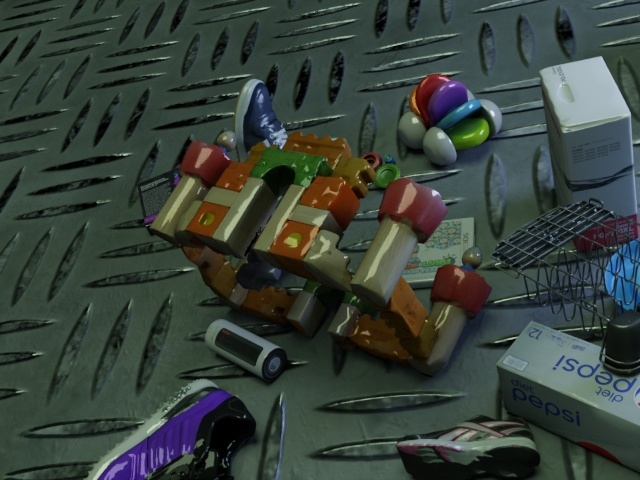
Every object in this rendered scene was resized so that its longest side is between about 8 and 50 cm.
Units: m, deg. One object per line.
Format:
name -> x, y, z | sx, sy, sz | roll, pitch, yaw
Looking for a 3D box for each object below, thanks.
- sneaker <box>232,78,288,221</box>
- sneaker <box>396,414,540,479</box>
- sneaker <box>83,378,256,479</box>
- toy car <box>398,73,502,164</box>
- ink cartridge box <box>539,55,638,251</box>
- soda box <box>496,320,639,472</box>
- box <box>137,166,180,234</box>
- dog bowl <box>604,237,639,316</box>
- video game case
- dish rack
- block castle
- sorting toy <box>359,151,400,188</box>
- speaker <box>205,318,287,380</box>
sneaker -> -0.065, -0.138, 1.536 | 0.153, 0.282, 0.099 | 11, 26, 23
sneaker -> 0.188, 0.262, 1.122 | 0.178, 0.072, 0.077 | -1, 30, 11
sneaker -> -0.201, 0.317, 1.188 | 0.146, 0.102, 0.293 | 19, 53, 38
toy car -> 0.233, -0.238, 1.614 | 0.159, 0.136, 0.182 | -32, 40, -14
ink cartridge box -> 0.408, -0.132, 1.333 | 0.100, 0.237, 0.172 | -13, 40, 10
soda box -> 0.363, 0.205, 1.074 | 0.286, 0.098, 0.091 | 21, 52, 39
box -> -0.302, -0.085, 1.758 | 0.116, 0.029, 0.162 | -21, 40, -2
dog bowl -> 0.522, 0.094, 1.154 | 0.166, 0.074, 0.297 | -40, 42, -23
video game case -> 0.173, 0.022, 1.433 | 0.157, 0.019, 0.143 | -7, 41, 17
dish rack -> 0.369, 0.042, 1.154 | 0.208, 0.074, 0.271 | -27, 35, -22
block castle -> 0.000, 0.000, 1.296 | 0.453, 0.303, 0.213 | 14, 65, 36
sorting toy -> 0.116, -0.127, 1.621 | 0.061, 0.042, 0.102 | -44, 54, -4
speaker -> -0.117, 0.169, 1.362 | 0.136, 0.055, 0.055 | 21, 55, 39
